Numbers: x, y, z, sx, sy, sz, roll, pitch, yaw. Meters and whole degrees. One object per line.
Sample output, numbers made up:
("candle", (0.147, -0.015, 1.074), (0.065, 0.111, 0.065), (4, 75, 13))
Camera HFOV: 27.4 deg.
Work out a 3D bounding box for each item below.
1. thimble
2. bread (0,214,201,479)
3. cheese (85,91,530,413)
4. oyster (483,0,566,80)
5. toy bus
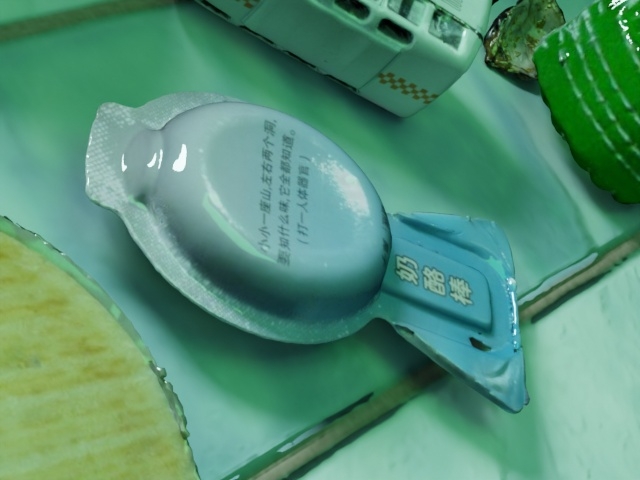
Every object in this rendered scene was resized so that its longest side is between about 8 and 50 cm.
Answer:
("thimble", (0.202, -0.096, 0.835), (0.130, 0.090, 0.118), (53, 37, -2))
("bread", (-0.154, 0.088, 0.443), (0.267, 0.040, 0.267), (22, 45, -24))
("cheese", (0.000, 0.000, 0.631), (0.245, 0.052, 0.135), (22, 49, -25))
("oyster", (0.134, -0.133, 0.870), (0.083, 0.019, 0.054), (-38, 105, -40))
("toy bus", (0.002, -0.145, 0.727), (0.194, 0.087, 0.089), (28, 54, -21))
